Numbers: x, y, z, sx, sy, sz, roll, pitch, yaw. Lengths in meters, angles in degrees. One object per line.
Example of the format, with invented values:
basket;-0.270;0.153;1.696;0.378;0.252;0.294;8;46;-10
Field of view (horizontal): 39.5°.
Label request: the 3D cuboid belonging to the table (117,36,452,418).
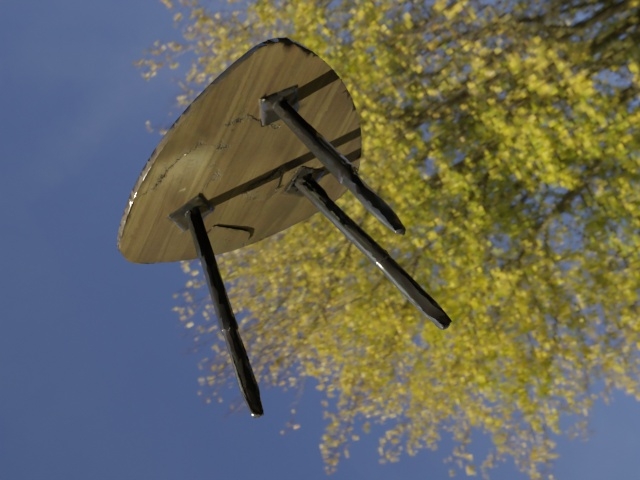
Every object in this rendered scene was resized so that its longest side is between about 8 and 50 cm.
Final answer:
table;0.000;0.000;0.952;0.317;0.317;0.249;-7;-131;-41
